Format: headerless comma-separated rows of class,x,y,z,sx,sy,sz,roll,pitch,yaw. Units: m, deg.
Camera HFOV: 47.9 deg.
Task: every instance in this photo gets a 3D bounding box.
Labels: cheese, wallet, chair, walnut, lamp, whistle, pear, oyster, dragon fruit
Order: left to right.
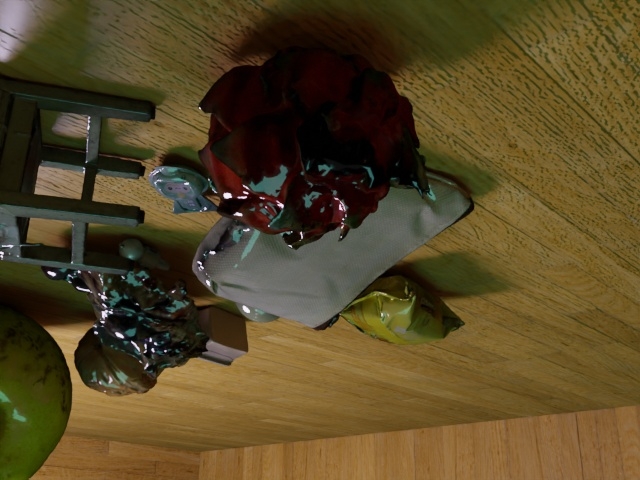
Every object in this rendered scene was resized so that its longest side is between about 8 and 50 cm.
pear,-0.639,0.277,1.267,0.390,0.391,0.391,1,157,0
chair,-0.304,-0.065,0.691,0.270,0.137,0.147,7,155,-17
walnut,-0.377,0.227,1.378,0.155,0.156,0.184,-7,158,18
oyster,-0.298,0.125,1.128,0.221,0.096,0.361,23,154,10
whistle,-0.252,0.023,1.029,0.035,0.035,0.100,-11,156,26
cheese,-0.160,-0.060,0.838,0.067,0.026,0.121,-2,158,8
lamp,-0.056,0.057,1.057,0.163,0.091,0.091,-35,141,31
dragon fruit,-0.015,-0.079,0.611,0.188,0.182,0.182,-31,145,22
wallet,0.002,0.003,0.886,0.274,0.068,0.335,17,136,-37

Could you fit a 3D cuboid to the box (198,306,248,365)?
box,-0.189,0.174,1.327,0.062,0.089,0.122,-23,149,25

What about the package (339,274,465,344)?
package,0.120,0.116,1.167,0.168,0.090,0.226,-9,153,30
